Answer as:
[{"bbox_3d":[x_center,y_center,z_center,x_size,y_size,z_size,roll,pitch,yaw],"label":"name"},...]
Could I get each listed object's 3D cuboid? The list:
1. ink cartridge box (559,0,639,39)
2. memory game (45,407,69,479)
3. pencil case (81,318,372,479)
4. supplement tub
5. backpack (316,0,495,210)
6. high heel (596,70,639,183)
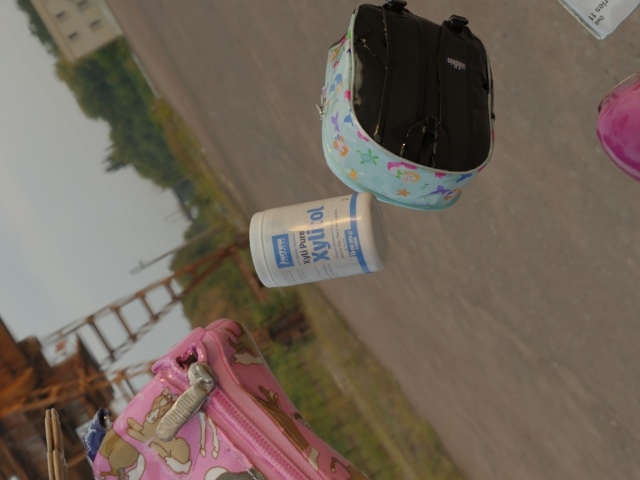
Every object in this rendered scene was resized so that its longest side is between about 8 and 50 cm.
[{"bbox_3d":[0.327,-0.304,0.998,0.087,0.208,0.153,44,132,4],"label":"ink cartridge box"},{"bbox_3d":[-0.199,0.222,0.790,0.186,0.012,0.186,174,90,-75],"label":"memory game"},{"bbox_3d":[0.012,0.225,0.682,0.386,0.160,0.167,41,-168,24],"label":"pencil case"},{"bbox_3d":[0.000,0.000,0.877,0.071,0.107,0.071,-11,-90,-76],"label":"supplement tub"},{"bbox_3d":[0.109,-0.161,1.332,0.191,0.225,0.253,124,153,-47],"label":"backpack"},{"bbox_3d":[0.285,0.018,0.404,0.127,0.377,0.181,131,139,-64],"label":"high heel"}]
